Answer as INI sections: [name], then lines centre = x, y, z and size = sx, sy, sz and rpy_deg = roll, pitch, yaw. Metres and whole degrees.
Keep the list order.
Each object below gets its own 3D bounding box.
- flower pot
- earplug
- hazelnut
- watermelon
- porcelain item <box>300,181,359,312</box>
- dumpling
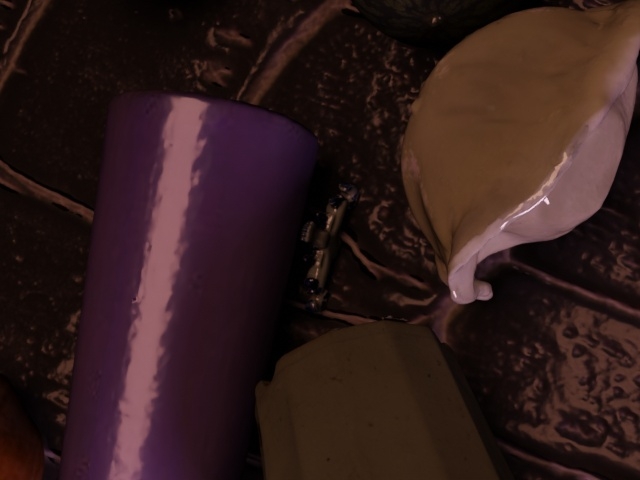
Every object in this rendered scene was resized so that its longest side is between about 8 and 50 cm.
[flower pot]
centre = 0.055, 0.226, 1.045
size = 0.290, 0.290, 0.259
rpy_deg = -30, 52, 14
[earplug]
centre = -0.140, 0.096, 1.199
size = 0.215, 0.215, 0.456
rpy_deg = 5, 81, 26
[hazelnut]
centre = -0.399, 0.223, 1.272
size = 0.210, 0.186, 0.210
rpy_deg = 1, 92, 17
[watermelon]
centre = 0.115, -0.286, 1.185
size = 0.212, 0.212, 0.212
rpy_deg = -7, 72, 23
[porcelain item]
centre = 0.000, 0.000, 1.225
size = 0.021, 0.075, 0.136
rpy_deg = 12, 79, 26
[dumpling]
centre = 0.173, -0.093, 1.088
size = 0.187, 0.243, 0.318
rpy_deg = 31, 101, -1
